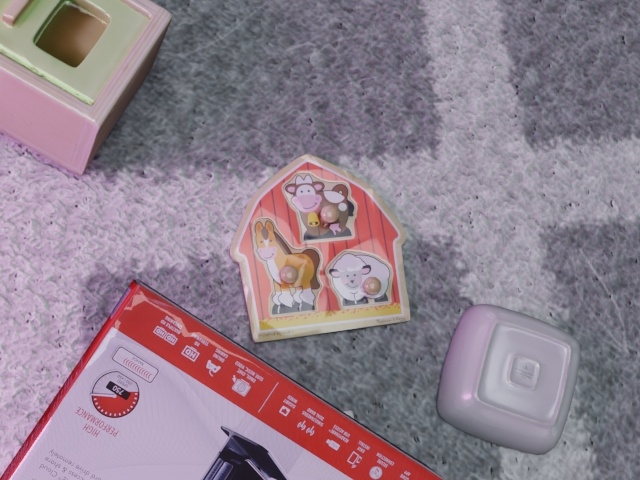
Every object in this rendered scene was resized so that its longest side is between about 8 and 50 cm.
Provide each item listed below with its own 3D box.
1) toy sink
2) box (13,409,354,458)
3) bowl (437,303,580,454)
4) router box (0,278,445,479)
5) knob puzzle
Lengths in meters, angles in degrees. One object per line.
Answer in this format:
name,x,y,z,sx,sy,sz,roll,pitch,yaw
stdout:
toy sink,-0.290,-0.202,1.067,0.234,0.131,0.153,31,63,-7
box,-0.125,0.211,1.047,0.324,0.067,0.063,-4,78,-12
bowl,0.203,0.141,1.139,0.142,0.053,0.142,20,72,-4
router box,-0.106,0.249,0.971,0.335,0.082,0.301,34,85,-12
knob puzzle,0.000,0.000,1.146,0.213,0.030,0.213,3,75,-11
